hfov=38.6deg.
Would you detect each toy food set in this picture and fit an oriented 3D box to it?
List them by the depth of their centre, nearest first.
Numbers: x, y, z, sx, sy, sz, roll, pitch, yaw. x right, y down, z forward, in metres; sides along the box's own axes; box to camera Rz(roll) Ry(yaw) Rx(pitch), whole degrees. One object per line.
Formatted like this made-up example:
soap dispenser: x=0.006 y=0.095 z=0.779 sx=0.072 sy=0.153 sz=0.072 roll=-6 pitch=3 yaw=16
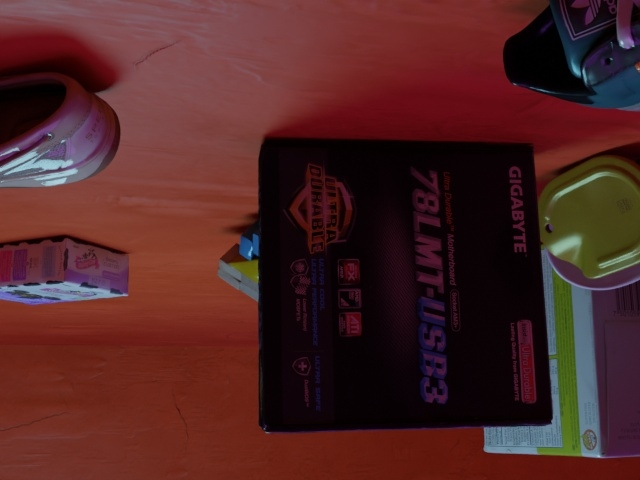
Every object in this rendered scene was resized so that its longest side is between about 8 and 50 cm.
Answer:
toy food set: x=0.344 y=-0.038 z=1.031 sx=0.071 sy=0.128 sz=0.218 roll=-18 pitch=174 yaw=-33

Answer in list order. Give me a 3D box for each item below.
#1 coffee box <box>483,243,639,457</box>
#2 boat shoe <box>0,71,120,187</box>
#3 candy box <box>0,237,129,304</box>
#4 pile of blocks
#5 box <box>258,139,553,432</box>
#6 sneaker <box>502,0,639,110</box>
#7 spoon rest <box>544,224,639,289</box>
coffee box: x=0.490 y=0.185 z=1.531 sx=0.337 sy=0.338 sz=0.334 roll=4 pitch=167 yaw=-21
boat shoe: x=-0.325 y=-0.082 z=0.763 sx=0.302 sy=0.109 sz=0.098 roll=-9 pitch=161 yaw=8
candy box: x=-0.426 y=0.051 z=1.431 sx=0.196 sy=0.070 sz=0.165 roll=-6 pitch=167 yaw=22
pile of blocks: x=0.000 y=0.000 z=1.236 sx=0.362 sy=0.149 sz=0.112 roll=-1 pitch=-145 yaw=44
box: x=0.082 y=0.047 z=0.947 sx=0.293 sy=0.295 sz=0.073 roll=1 pitch=170 yaw=-6
sneaker: x=0.206 y=-0.141 z=0.533 sx=0.121 sy=0.108 sz=0.302 roll=-3 pitch=170 yaw=-12
spoon rest: x=0.413 y=-0.019 z=1.120 sx=0.276 sy=0.137 sz=0.084 roll=-11 pitch=-171 yaw=7
